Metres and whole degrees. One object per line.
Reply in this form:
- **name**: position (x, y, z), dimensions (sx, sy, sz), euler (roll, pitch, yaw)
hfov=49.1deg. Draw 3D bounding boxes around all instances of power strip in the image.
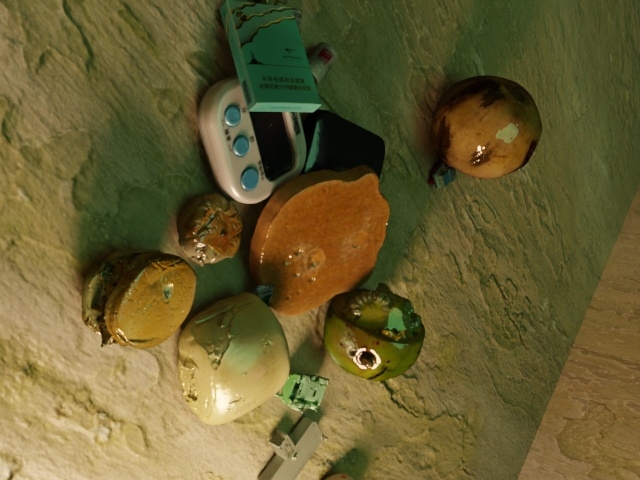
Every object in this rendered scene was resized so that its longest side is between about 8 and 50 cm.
- **power strip**: position (-0.079, 0.541, 1.776), dimensions (0.216, 0.061, 0.145), euler (-51, 135, -29)

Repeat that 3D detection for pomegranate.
- **pomegranate**: position (0.144, 0.228, 1.821), dimensions (0.340, 0.260, 0.260), euler (-32, 127, -70)
- **pomegranate**: position (0.472, -0.322, 1.999), dimensions (0.322, 0.322, 0.322), euler (-17, 113, -46)

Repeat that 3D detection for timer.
- **timer**: position (-0.140, -0.219, 1.463), dimensions (0.237, 0.087, 0.262), euler (-36, 124, -40)

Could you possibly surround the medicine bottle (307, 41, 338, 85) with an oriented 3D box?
- **medicine bottle**: position (-0.007, -0.400, 1.595), dimensions (0.091, 0.058, 0.058), euler (-56, 136, -23)

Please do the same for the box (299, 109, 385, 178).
- **box**: position (0.034, -0.146, 1.706), dimensions (0.289, 0.073, 0.290), euler (15, 90, -50)

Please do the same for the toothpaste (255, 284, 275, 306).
- **toothpaste**: position (-0.137, 0.171, 1.596), dimensions (0.045, 0.028, 0.170), euler (2, 122, -18)

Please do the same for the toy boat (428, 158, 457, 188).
- **toy boat**: position (0.391, -0.222, 2.116), dimensions (0.173, 0.059, 0.069), euler (-47, 132, -31)

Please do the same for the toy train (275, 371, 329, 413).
- **toy train**: position (-0.048, 0.375, 1.759), dimensions (0.149, 0.081, 0.099), euler (25, 81, -56)

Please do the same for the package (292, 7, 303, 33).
- **package**: position (-0.057, -0.456, 1.554), dimensions (0.037, 0.015, 0.110), euler (-3, 102, -44)

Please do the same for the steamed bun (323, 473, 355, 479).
- **steamed bun**: position (0.042, 0.761, 1.928), dimensions (0.228, 0.130, 0.177), euler (-56, 135, -20)

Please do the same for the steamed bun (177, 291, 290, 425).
- **steamed bun**: position (-0.179, 0.266, 1.497), dimensions (0.232, 0.166, 0.273), euler (-26, 119, -45)

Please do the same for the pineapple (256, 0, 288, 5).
- **pineapple**: position (-0.107, -0.577, 1.436), dimensions (0.221, 0.047, 0.221), euler (-19, 116, -45)

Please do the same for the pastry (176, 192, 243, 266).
- **pastry**: position (-0.224, -0.023, 1.430), dimensions (0.153, 0.081, 0.153), euler (-1, 91, -48)

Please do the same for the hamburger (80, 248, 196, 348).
- **hamburger**: position (-0.332, 0.102, 1.306), dimensions (0.215, 0.122, 0.189), euler (-6, 112, -53)

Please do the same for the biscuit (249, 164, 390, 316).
- **biscuit**: position (-0.001, -0.001, 1.624), dimensions (0.365, 0.062, 0.385), euler (-19, 134, -27)

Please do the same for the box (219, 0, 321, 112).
- **box**: position (-0.099, -0.367, 1.406), dimensions (0.162, 0.041, 0.229), euler (-8, 75, -38)
